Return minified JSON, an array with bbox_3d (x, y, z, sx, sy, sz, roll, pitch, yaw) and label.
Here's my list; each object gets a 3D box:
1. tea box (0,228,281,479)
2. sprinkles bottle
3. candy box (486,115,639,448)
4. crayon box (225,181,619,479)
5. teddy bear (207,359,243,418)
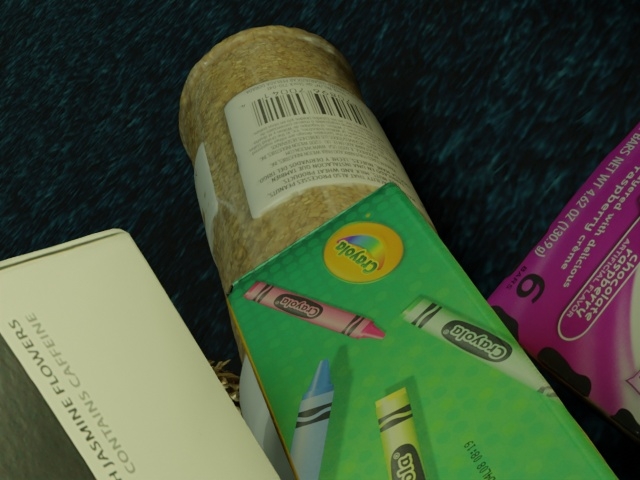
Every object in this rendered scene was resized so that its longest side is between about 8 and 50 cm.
[{"bbox_3d":[-0.117,0.212,0.313,0.220,0.329,0.323,-36,-7,27],"label":"tea box"},{"bbox_3d":[0.000,0.000,0.738,0.121,0.121,0.355,-44,28,14],"label":"sprinkles bottle"},{"bbox_3d":[0.177,0.023,0.500,0.159,0.071,0.233,-51,28,0],"label":"candy box"},{"bbox_3d":[0.068,0.114,0.440,0.081,0.165,0.278,-33,29,2],"label":"crayon box"},{"bbox_3d":[-0.175,0.105,0.777,0.338,0.245,0.113,134,134,-71],"label":"teddy bear"}]
